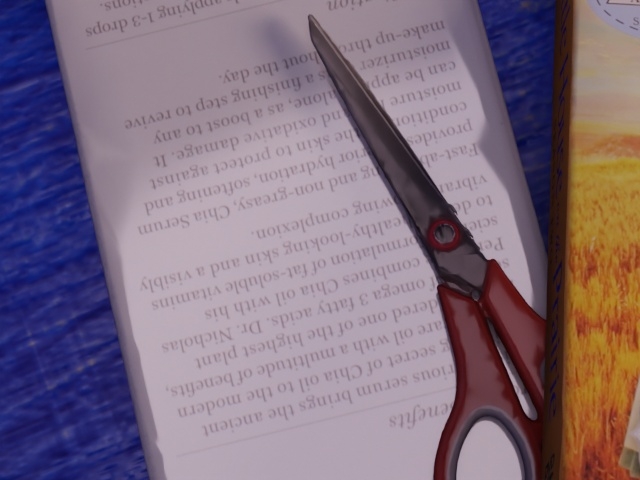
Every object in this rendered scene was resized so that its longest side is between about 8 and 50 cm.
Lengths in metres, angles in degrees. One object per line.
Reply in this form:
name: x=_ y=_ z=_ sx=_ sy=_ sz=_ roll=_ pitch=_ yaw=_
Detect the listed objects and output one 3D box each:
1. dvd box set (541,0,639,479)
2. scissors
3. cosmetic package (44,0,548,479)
dvd box set: x=0.268 y=-0.036 z=0.856 sx=0.307 sy=0.062 sz=0.421 roll=6 pitch=65 yaw=-1
scissors: x=0.080 y=0.011 z=0.865 sx=0.109 sy=0.021 sz=0.297 roll=-16 pitch=77 yaw=0
cosmetic package: x=0.000 y=0.000 z=0.960 sx=0.230 sy=0.161 sz=0.453 roll=-13 pitch=78 yaw=0
